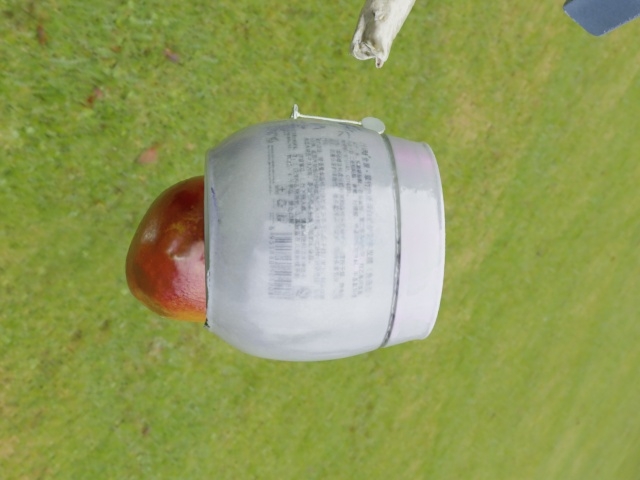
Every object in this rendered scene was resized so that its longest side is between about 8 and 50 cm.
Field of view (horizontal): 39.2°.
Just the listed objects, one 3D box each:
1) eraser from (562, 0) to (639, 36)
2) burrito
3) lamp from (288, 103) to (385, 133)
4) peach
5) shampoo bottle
[{"bbox_3d":[0.447,-0.365,1.310,0.036,0.082,0.225,-59,-168,-15],"label":"eraser"},{"bbox_3d":[0.107,-0.372,1.414,0.060,0.087,0.226,128,-16,-74],"label":"burrito"},{"bbox_3d":[0.030,-0.230,1.801,0.050,0.198,0.056,-94,-165,-48],"label":"lamp"},{"bbox_3d":[-0.165,0.015,1.257,0.243,0.199,0.243,-20,164,-6],"label":"peach"},{"bbox_3d":[0.000,0.000,1.020,0.273,0.266,0.273,-178,-90,-83],"label":"shampoo bottle"}]
